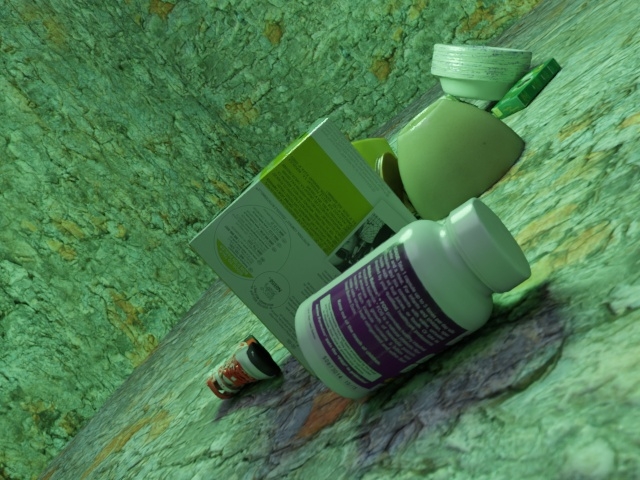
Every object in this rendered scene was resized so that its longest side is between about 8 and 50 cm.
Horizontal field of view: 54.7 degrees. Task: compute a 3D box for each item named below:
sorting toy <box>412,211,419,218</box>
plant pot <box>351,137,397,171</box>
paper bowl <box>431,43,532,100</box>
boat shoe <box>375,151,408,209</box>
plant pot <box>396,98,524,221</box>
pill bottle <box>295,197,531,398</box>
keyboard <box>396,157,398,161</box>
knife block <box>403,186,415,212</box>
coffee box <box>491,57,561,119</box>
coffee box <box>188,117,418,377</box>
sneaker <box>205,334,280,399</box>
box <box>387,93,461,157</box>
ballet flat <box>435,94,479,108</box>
[{"bbox_3d":[0.213,-0.047,1.509,0.062,0.012,0.083,-39,5,-15],"label":"sorting toy"},{"bbox_3d":[0.145,-0.212,1.993,0.187,0.212,0.212,-33,3,-37],"label":"plant pot"},{"bbox_3d":[0.472,-0.502,1.844,0.284,0.284,0.148,-66,-18,-68],"label":"paper bowl"},{"bbox_3d":[0.158,-0.104,1.470,0.073,0.206,0.073,3,-16,-38],"label":"boat shoe"},{"bbox_3d":[0.282,-0.205,1.401,0.284,0.191,0.284,-41,10,9],"label":"plant pot"},{"bbox_3d":[0.124,0.078,0.847,0.301,0.169,0.169,-38,10,25],"label":"pill bottle"},{"bbox_3d":[0.186,-0.184,1.651,0.108,0.023,0.180,-44,4,43],"label":"keyboard"},{"bbox_3d":[0.234,-0.156,1.665,0.242,0.088,0.276,-45,7,-22],"label":"knife block"},{"bbox_3d":[0.553,-0.408,1.670,0.184,0.040,0.113,-45,10,-22],"label":"coffee box"},{"bbox_3d":[-0.008,-0.007,1.227,0.334,0.338,0.337,-41,9,5],"label":"coffee box"},{"bbox_3d":[-0.172,0.289,1.333,0.145,0.090,0.270,-44,6,-8],"label":"sneaker"},{"bbox_3d":[0.374,-0.404,2.224,0.290,0.087,0.169,-36,11,31],"label":"box"},{"bbox_3d":[0.403,-0.378,1.864,0.147,0.147,0.409,-39,9,16],"label":"ballet flat"}]
